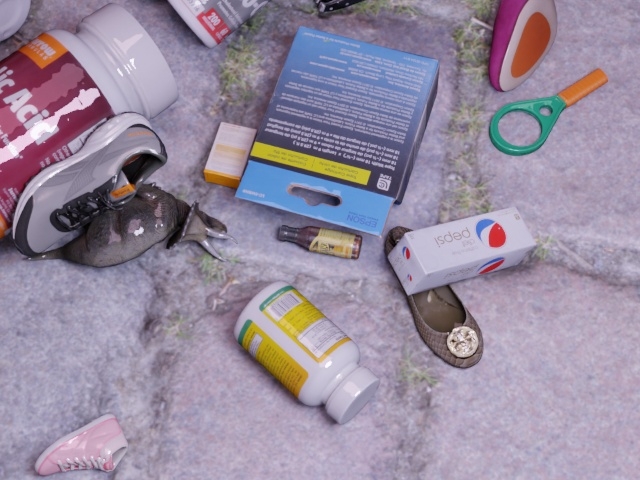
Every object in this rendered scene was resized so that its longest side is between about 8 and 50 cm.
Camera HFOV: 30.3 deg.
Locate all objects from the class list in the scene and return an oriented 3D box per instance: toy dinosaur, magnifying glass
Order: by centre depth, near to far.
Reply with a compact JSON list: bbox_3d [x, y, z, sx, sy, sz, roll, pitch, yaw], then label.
[{"bbox_3d":[-0.301,-0.024,1.812,0.314,0.121,0.160,-17,52,-12],"label":"toy dinosaur"},{"bbox_3d":[0.379,-0.217,1.955,0.231,0.026,0.092,-33,68,-13],"label":"magnifying glass"}]

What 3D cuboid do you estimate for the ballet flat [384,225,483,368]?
[{"bbox_3d":[0.169,0.080,1.790,0.084,0.058,0.249,-22,66,-10],"label":"ballet flat"}]

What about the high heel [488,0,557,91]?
[{"bbox_3d":[0.320,-0.419,2.032,0.181,0.127,0.377,10,65,37],"label":"high heel"}]

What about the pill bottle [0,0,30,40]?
[{"bbox_3d":[-0.607,-0.438,2.016,0.208,0.119,0.119,36,70,16],"label":"pill bottle"}]

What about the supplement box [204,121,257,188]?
[{"bbox_3d":[-0.144,-0.137,1.910,0.062,0.036,0.098,14,65,7],"label":"supplement box"}]

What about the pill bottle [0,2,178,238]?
[{"bbox_3d":[-0.430,-0.185,1.832,0.392,0.224,0.224,-38,70,-16],"label":"pill bottle"}]

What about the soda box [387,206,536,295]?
[{"bbox_3d":[0.214,0.014,1.777,0.216,0.069,0.074,-14,65,-30],"label":"soda box"}]

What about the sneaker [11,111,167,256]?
[{"bbox_3d":[-0.342,-0.074,1.745,0.271,0.100,0.108,-43,56,-6],"label":"sneaker"}]

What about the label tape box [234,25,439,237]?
[{"bbox_3d":[0.030,-0.157,1.880,0.241,0.106,0.333,16,66,9],"label":"label tape box"}]

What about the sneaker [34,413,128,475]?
[{"bbox_3d":[-0.336,0.309,1.685,0.134,0.051,0.070,-30,62,-18],"label":"sneaker"}]

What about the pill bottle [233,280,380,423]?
[{"bbox_3d":[-0.017,0.165,1.717,0.208,0.117,0.117,41,71,18],"label":"pill bottle"}]

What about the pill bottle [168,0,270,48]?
[{"bbox_3d":[-0.126,-0.467,1.962,0.283,0.161,0.161,-39,69,3],"label":"pill bottle"}]

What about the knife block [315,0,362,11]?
[{"bbox_3d":[0.126,-0.473,2.045,0.276,0.088,0.242,21,67,10],"label":"knife block"}]

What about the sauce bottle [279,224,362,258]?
[{"bbox_3d":[0.000,0.000,1.841,0.128,0.042,0.042,9,64,8],"label":"sauce bottle"}]
